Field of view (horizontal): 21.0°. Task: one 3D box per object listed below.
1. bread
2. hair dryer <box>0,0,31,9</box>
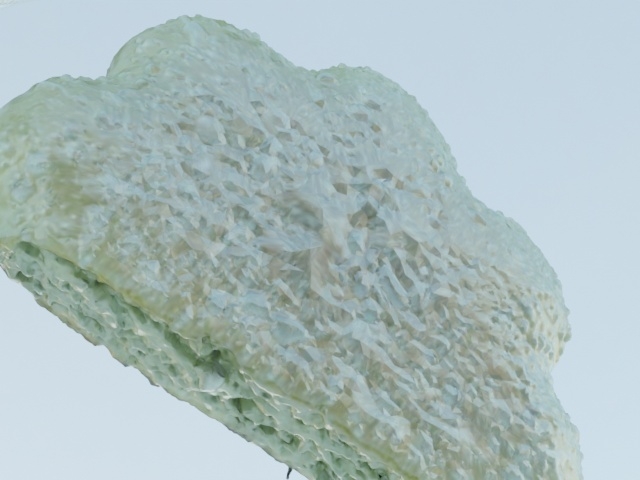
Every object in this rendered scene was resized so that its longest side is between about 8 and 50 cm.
[{"bbox_3d":[0.000,0.000,0.712,0.286,0.207,0.056,32,-44,-13],"label":"bread"},{"bbox_3d":[-0.143,-0.139,0.890,0.155,0.183,0.044,-13,-85,-34],"label":"hair dryer"}]
